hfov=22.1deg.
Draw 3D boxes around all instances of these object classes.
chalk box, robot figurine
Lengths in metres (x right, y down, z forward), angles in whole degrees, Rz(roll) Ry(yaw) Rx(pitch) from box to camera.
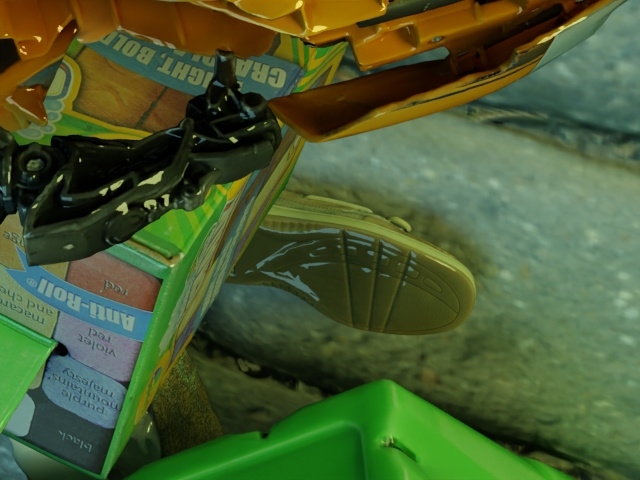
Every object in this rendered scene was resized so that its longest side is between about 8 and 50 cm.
[{"bbox_3d":[-0.093,-0.021,0.559,0.132,0.213,0.132,27,138,2],"label":"chalk box"},{"bbox_3d":[-0.031,-0.107,0.460,0.291,0.211,0.085,-16,168,-7],"label":"robot figurine"}]

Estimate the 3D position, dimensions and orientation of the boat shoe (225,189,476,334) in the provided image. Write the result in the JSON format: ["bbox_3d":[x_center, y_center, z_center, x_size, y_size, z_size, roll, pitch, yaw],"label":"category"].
[{"bbox_3d":[-0.001,0.001,0.757,0.153,0.048,0.056,11,125,10],"label":"boat shoe"}]

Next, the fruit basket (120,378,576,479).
[{"bbox_3d":[-0.014,0.260,0.823,0.392,0.283,0.392,-3,136,-3],"label":"fruit basket"}]

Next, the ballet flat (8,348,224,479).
[{"bbox_3d":[-0.138,0.031,0.805,0.123,0.123,0.348,4,134,27],"label":"ballet flat"}]
